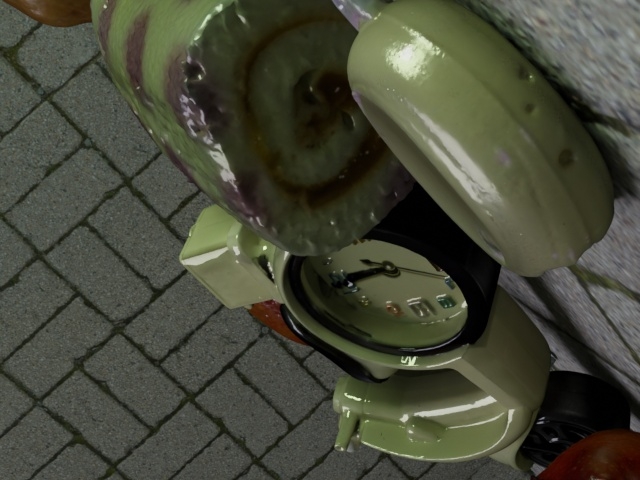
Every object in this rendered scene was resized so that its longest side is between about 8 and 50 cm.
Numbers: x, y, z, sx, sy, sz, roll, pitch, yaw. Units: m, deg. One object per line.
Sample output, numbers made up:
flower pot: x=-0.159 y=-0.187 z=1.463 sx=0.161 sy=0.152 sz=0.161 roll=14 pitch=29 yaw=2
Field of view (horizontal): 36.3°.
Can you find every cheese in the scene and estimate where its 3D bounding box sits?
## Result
cheese: x=0.049 y=-0.081 z=0.477 sx=0.227 sy=0.064 sz=0.137 roll=49 pitch=176 yaw=-1

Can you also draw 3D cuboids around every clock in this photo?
clock: x=0.079 y=0.088 z=0.852 sx=0.277 sy=0.120 sz=0.379 roll=-13 pitch=129 yaw=37

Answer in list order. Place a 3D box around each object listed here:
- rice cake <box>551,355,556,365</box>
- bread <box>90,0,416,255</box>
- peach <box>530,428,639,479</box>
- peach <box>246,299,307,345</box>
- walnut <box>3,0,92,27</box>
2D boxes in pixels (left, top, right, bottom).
rice cake: x=0.201 y=0.092 z=1.041 sx=0.121 sy=0.022 sz=0.021 roll=47 pitch=178 yaw=23
bread: x=-0.068 y=-0.127 z=0.735 sx=0.187 sy=0.155 sz=0.338 roll=54 pitch=175 yaw=-30
peach: x=0.266 y=0.244 z=0.790 sx=0.159 sy=0.154 sz=0.267 roll=39 pitch=153 yaw=38
peach: x=0.000 y=0.000 z=1.036 sx=0.231 sy=0.231 sz=0.231 roll=48 pitch=178 yaw=2
walnut: x=-0.327 y=-0.363 z=1.088 sx=0.336 sy=0.209 sz=0.209 roll=45 pitch=178 yaw=-12
